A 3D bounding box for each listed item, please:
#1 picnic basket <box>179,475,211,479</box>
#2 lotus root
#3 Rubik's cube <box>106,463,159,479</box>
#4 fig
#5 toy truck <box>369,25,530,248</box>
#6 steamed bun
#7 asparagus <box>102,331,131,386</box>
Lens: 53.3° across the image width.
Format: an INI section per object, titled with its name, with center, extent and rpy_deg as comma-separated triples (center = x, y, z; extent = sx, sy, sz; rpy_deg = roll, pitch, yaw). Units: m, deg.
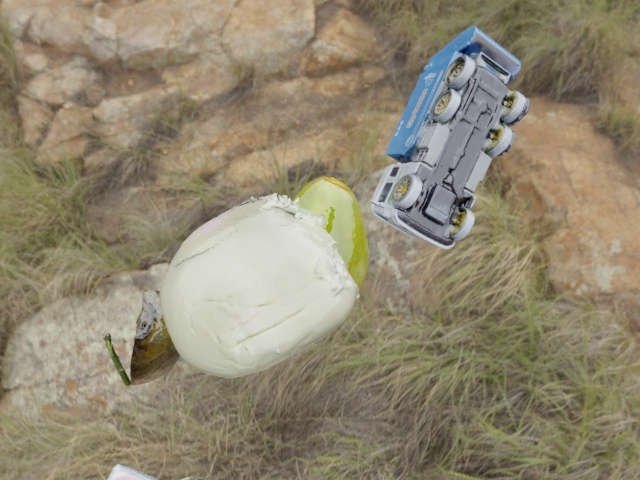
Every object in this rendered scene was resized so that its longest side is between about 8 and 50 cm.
[picnic basket]
center = -0.274, 0.643, 1.407
extent = 0.154, 0.134, 0.196
rpy_deg = -39, 55, 1
[lotus root]
center = -0.425, 0.274, 1.691
extent = 0.142, 0.314, 0.210
rpy_deg = 8, 64, -13
[Rubik's cube]
center = -0.204, 0.483, 0.849
extent = 0.259, 0.253, 0.256
rpy_deg = 18, 60, 5
[fig]
center = 0.000, 0.000, 1.623
extent = 0.258, 0.326, 0.258
rpy_deg = 9, 12, -2
[toy truck]
center = 0.218, -0.173, 1.087
extent = 0.146, 0.175, 0.367
rpy_deg = 29, 83, -21
[steamed bun]
center = -0.121, 0.064, 1.067
extent = 0.312, 0.334, 0.232
rpy_deg = -28, 104, -19
[asparagus]
center = -0.376, 0.219, 1.176
extent = 0.015, 0.127, 0.018
rpy_deg = -1, 32, 17
